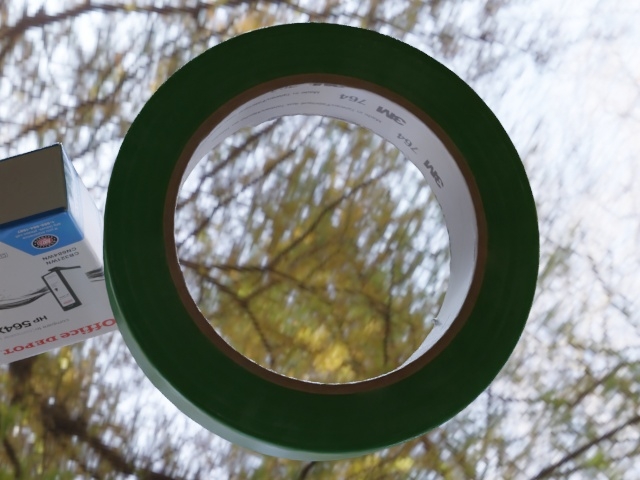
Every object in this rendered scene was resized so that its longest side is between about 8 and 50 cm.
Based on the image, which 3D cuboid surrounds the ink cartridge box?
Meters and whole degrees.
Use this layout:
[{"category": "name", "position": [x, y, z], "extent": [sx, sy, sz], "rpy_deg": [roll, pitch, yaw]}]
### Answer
[{"category": "ink cartridge box", "position": [-0.273, 0.018, 1.205], "extent": [0.148, 0.203, 0.086], "rpy_deg": [-17, -126, 1]}]

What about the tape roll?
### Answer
[{"category": "tape roll", "position": [0.000, 0.000, 0.964], "extent": [0.321, 0.077, 0.321], "rpy_deg": [2, -104, -9]}]
